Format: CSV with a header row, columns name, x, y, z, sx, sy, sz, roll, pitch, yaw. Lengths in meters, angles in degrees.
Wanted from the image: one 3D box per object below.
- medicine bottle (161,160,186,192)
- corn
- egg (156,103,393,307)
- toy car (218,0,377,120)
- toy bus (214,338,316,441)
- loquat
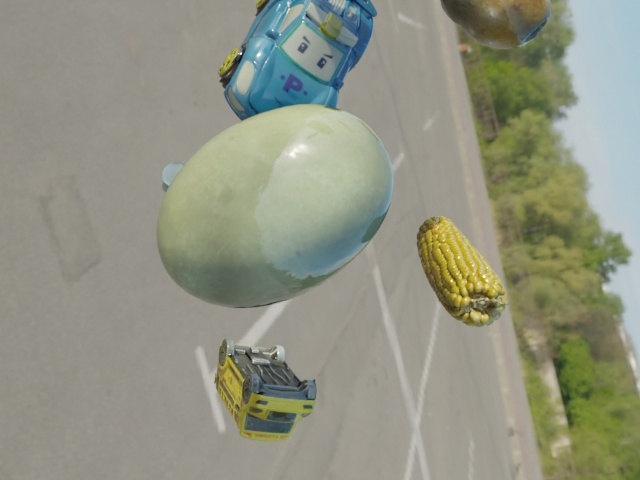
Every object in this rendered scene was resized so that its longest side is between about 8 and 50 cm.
name,x,y,z,sx,sy,sz,roll,pitch,yaw
medicine bottle,-0.279,-0.118,1.859,0.055,0.074,0.118,37,-6,13
corn,0.221,0.050,1.505,0.310,0.102,0.101,-117,-173,-64
egg,-0.065,-0.049,1.300,0.258,0.352,0.258,64,3,-7
toy car,-0.023,-0.292,1.437,0.198,0.166,0.314,35,57,-18
toy bus,-0.126,0.317,1.934,0.330,0.144,0.152,-146,-112,-68
loquat,0.344,-0.478,1.827,0.227,0.179,0.179,39,2,17
